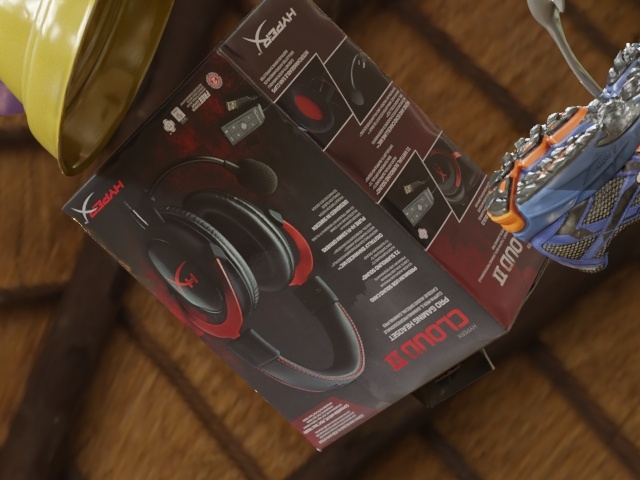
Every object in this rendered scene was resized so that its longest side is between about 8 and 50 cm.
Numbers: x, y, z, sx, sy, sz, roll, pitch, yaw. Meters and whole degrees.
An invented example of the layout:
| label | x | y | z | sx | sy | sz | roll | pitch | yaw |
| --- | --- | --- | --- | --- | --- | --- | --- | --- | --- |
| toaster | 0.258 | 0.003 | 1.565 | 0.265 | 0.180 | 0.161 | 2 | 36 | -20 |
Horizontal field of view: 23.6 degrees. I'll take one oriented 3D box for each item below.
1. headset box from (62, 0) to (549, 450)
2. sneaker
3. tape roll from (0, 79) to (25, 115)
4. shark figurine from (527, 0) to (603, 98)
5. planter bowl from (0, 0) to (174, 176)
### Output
| label | x | y | z | sx | sy | sz | roll | pitch | yaw |
| --- | --- | --- | --- | --- | --- | --- | --- | --- | --- |
| headset box | 0.000 | 0.000 | 1.071 | 0.293 | 0.218 | 0.110 | 44 | -137 | -9 |
| sneaker | 0.202 | -0.066 | 0.901 | 0.087 | 0.221 | 0.083 | 45 | -164 | -23 |
| tape roll | -0.365 | -0.224 | 1.646 | 0.189 | 0.080 | 0.189 | 17 | -143 | -13 |
| shark figurine | 0.170 | -0.170 | 0.830 | 0.166 | 0.278 | 0.116 | -18 | -119 | -36 |
| planter bowl | -0.166 | -0.159 | 1.018 | 0.090 | 0.217 | 0.217 | 23 | -145 | 4 |
